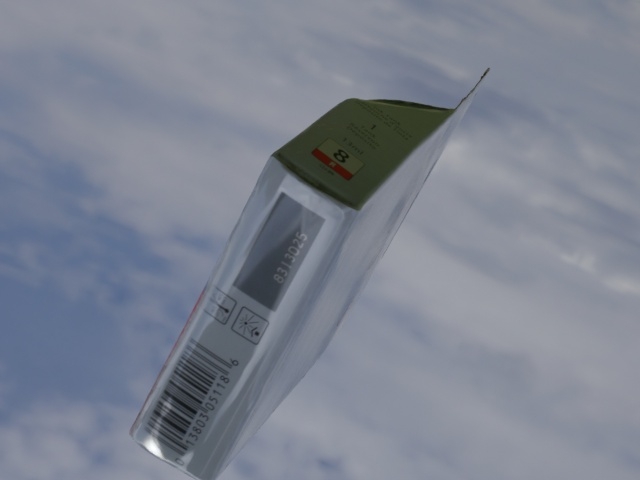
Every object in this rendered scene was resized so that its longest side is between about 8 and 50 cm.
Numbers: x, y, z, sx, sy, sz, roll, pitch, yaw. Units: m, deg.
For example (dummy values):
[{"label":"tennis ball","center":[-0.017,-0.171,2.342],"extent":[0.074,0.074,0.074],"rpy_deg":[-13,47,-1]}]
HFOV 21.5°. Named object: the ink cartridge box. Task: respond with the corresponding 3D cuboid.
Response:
[{"label":"ink cartridge box","center":[0.000,0.000,0.697],"extent":[0.045,0.145,0.179],"rpy_deg":[31,-150,5]}]
